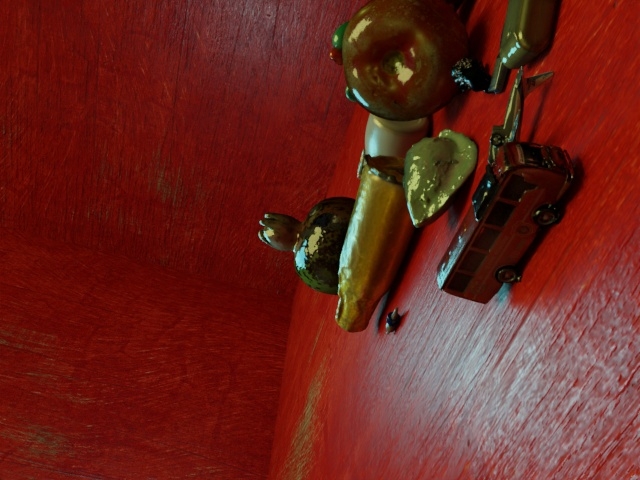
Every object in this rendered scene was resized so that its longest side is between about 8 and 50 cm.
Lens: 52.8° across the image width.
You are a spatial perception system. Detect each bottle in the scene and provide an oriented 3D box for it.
[{"bbox_3d":[0.173,-0.217,1.614,0.147,0.148,0.236,-82,4,-47],"label":"bottle"}]

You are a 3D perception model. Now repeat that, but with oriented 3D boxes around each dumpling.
[{"bbox_3d":[0.211,-0.125,1.190,0.149,0.105,0.216,114,169,-58],"label":"dumpling"}]

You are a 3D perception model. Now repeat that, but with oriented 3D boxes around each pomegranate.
[{"bbox_3d":[0.000,0.000,1.728,0.285,0.341,0.285,-163,90,-87],"label":"pomegranate"}]

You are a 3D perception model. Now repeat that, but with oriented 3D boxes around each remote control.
[{"bbox_3d":[0.315,-0.326,1.093,0.043,0.027,0.152,-137,59,-78],"label":"remote control"}]

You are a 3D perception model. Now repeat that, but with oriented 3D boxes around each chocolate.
[{"bbox_3d":[0.277,-0.294,1.177,0.147,0.072,0.070,-74,-1,-61],"label":"chocolate"},{"bbox_3d":[0.116,0.022,1.471,0.162,0.162,0.445,-85,10,-59],"label":"chocolate"}]

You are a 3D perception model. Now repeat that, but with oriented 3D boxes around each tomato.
[{"bbox_3d":[0.183,-0.392,1.370,0.222,0.270,0.270,-44,-23,-53],"label":"tomato"}]

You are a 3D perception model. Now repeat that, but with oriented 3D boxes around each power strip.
[{"bbox_3d":[0.343,-0.455,0.988,0.092,0.066,0.387,137,144,-82],"label":"power strip"}]

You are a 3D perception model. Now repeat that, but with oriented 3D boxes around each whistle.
[{"bbox_3d":[0.156,0.170,1.382,0.083,0.029,0.033,100,-165,-47],"label":"whistle"}]

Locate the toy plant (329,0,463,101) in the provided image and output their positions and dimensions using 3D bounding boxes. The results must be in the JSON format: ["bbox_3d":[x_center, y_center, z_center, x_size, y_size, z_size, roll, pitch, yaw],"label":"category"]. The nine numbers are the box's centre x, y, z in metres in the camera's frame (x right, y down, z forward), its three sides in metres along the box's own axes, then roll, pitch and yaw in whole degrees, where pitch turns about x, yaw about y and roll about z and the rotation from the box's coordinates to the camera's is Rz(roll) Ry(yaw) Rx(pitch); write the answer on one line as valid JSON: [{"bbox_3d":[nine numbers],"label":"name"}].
[{"bbox_3d":[0.185,-0.498,1.535,0.400,0.279,0.185,-53,53,28],"label":"toy plant"}]

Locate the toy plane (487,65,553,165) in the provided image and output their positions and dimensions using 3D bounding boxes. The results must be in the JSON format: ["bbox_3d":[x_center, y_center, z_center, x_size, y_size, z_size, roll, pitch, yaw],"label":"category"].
[{"bbox_3d":[0.268,-0.136,0.920,0.226,0.058,0.226,-30,-43,-76],"label":"toy plane"}]

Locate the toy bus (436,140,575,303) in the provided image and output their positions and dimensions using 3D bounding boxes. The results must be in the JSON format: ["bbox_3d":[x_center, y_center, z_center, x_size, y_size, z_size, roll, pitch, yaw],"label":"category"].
[{"bbox_3d":[0.229,-0.018,0.818,0.073,0.096,0.234,-86,10,-49],"label":"toy bus"}]
